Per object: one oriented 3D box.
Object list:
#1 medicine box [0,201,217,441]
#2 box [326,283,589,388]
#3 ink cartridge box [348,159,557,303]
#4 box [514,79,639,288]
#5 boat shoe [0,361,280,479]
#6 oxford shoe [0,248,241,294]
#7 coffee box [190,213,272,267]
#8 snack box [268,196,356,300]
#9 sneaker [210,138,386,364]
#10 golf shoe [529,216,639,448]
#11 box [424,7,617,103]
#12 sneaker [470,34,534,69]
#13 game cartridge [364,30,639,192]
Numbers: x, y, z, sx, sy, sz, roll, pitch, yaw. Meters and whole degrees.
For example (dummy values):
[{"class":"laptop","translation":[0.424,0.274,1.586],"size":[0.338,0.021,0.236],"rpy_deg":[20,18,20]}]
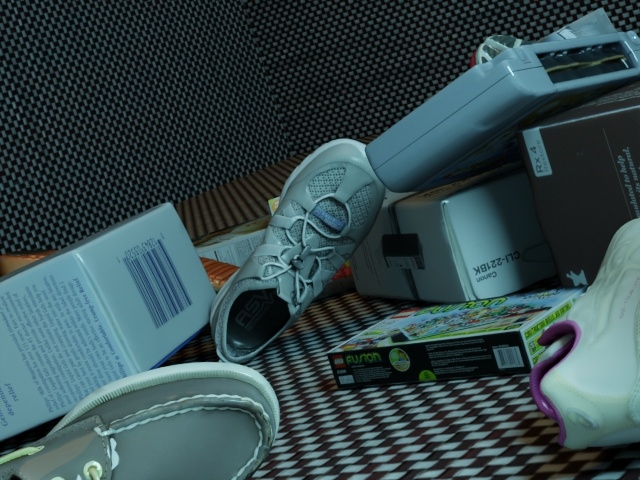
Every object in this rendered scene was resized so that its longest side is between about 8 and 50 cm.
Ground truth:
[{"class":"medicine box","translation":[-0.293,0.098,1.454],"size":[0.289,0.149,0.263],"rpy_deg":[-24,5,18]},{"class":"box","translation":[0.118,0.083,1.147],"size":[0.207,0.036,0.114],"rpy_deg":[-11,10,42]},{"class":"ink cartridge box","translation":[0.165,-0.016,1.457],"size":[0.197,0.114,0.273],"rpy_deg":[-20,8,-21]},{"class":"box","translation":[0.317,-0.059,1.197],"size":[0.203,0.169,0.167],"rpy_deg":[-23,9,-32]},{"class":"boat shoe","translation":[-0.172,0.179,0.867],"size":[0.324,0.117,0.097],"rpy_deg":[-22,12,-3]},{"class":"oxford shoe","translation":[-0.221,0.086,1.667],"size":[0.363,0.133,0.130],"rpy_deg":[4,6,16]},{"class":"coffee box","translation":[-0.100,0.031,1.789],"size":[0.246,0.098,0.141],"rpy_deg":[-17,7,4]},{"class":"snack box","translation":[0.000,0.000,1.666],"size":[0.100,0.141,0.037],"rpy_deg":[-17,-32,2]},{"class":"sneaker","translation":[-0.019,0.024,1.398],"size":[0.281,0.105,0.115],"rpy_deg":[-57,12,22]},{"class":"golf shoe","translation":[0.200,0.055,0.895],"size":[0.140,0.115,0.306],"rpy_deg":[-20,6,9]},{"class":"box","translation":[0.253,-0.153,1.713],"size":[0.242,0.077,0.307],"rpy_deg":[-27,-15,-3]},{"class":"sneaker","translation":[0.256,-0.115,1.525],"size":[0.118,0.279,0.107],"rpy_deg":[-20,36,52]},{"class":"game cartridge","translation":[0.180,-0.120,1.275],"size":[0.198,0.062,0.297],"rpy_deg":[-40,-14,37]}]
